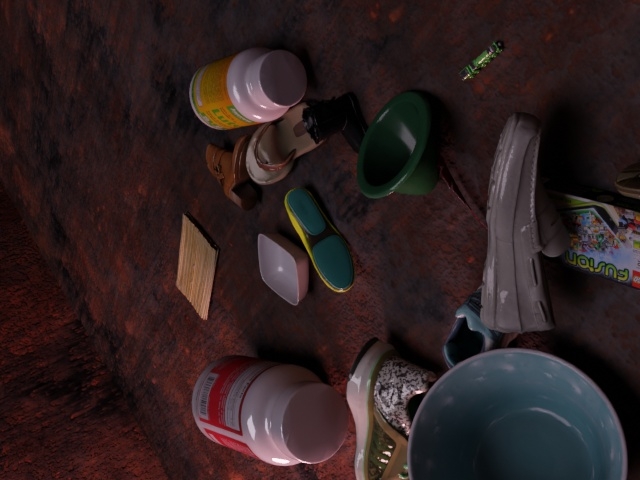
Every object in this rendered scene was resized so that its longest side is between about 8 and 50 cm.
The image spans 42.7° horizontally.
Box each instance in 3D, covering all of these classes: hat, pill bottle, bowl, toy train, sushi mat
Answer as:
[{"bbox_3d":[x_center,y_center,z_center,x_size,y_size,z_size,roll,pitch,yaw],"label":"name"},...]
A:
[{"bbox_3d":[0.178,-0.108,1.302,0.173,0.184,0.208,-22,52,52],"label":"hat"},{"bbox_3d":[-0.120,0.396,1.913,0.408,0.229,0.228,-3,109,57],"label":"pill bottle"},{"bbox_3d":[0.301,0.330,1.221,0.311,0.311,0.163,41,180,33],"label":"bowl"},{"bbox_3d":[-0.074,0.054,1.765,0.142,0.053,0.141,33,137,39],"label":"bowl"},{"bbox_3d":[0.221,-0.249,1.134,0.017,0.024,0.083,60,149,7],"label":"toy train"},{"bbox_3d":[-0.133,-0.285,1.526,0.246,0.136,0.136,2,114,56],"label":"pill bottle"},{"bbox_3d":[-0.334,0.074,2.198,0.151,0.019,0.316,49,145,25],"label":"sushi mat"}]

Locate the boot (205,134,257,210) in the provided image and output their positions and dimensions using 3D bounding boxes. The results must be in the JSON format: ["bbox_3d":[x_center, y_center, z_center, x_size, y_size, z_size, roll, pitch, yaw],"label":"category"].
[{"bbox_3d":[-0.195,-0.174,1.766,0.152,0.073,0.197,46,142,35],"label":"boot"}]

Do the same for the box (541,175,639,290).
[{"bbox_3d":[0.360,-0.012,1.087,0.207,0.036,0.114,22,130,48],"label":"box"}]

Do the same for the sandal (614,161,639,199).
[{"bbox_3d":[0.425,-0.046,0.941,0.180,0.072,0.049,23,146,49],"label":"sandal"}]

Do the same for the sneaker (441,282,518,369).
[{"bbox_3d":[0.242,0.186,1.323,0.110,0.122,0.282,36,139,39],"label":"sneaker"}]

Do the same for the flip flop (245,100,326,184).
[{"bbox_3d":[-0.081,-0.181,1.575,0.277,0.080,0.112,-24,96,56],"label":"flip flop"}]

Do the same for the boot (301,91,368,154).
[{"bbox_3d":[0.027,-0.189,1.392,0.045,0.099,0.121,-1,111,58],"label":"boot"}]

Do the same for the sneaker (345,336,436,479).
[{"bbox_3d":[0.169,0.390,1.577,0.182,0.158,0.410,12,126,39],"label":"sneaker"}]

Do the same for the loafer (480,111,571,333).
[{"bbox_3d":[0.277,-0.017,1.089,0.112,0.112,0.319,5,122,14],"label":"loafer"}]

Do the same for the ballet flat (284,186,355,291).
[{"bbox_3d":[0.000,0.000,1.612,0.230,0.077,0.077,61,170,10],"label":"ballet flat"}]
